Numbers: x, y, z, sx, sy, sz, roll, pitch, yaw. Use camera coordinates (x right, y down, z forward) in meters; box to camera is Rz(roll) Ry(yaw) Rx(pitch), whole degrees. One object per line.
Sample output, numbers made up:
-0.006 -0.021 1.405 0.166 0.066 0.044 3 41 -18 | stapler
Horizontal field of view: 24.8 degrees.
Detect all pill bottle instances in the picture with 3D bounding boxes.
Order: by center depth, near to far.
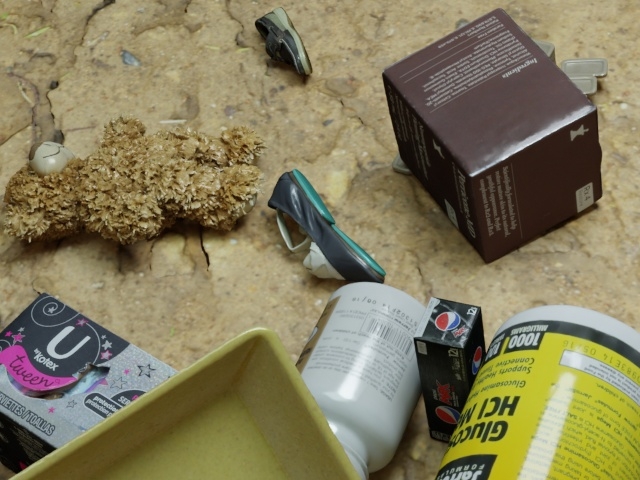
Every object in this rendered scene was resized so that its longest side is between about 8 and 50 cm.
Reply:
0.199 0.237 1.338 0.188 0.188 0.334 11 49 21 | pill bottle
0.028 0.165 1.484 0.131 0.131 0.229 11 50 21 | pill bottle

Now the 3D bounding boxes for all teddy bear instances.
-0.228 -0.081 1.791 0.338 0.113 0.245 5 46 16 | teddy bear

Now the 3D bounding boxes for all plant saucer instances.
-0.111 0.297 1.321 0.333 0.332 0.081 -32 5 -18 | plant saucer

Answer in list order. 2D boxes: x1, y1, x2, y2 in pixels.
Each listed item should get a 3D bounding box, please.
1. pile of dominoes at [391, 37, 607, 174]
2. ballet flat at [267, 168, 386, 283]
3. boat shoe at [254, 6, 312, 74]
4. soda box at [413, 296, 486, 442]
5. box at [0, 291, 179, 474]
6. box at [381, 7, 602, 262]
0.230 -0.150 1.827 0.196 0.040 0.251 18 61 25 | pile of dominoes
0.000 0.000 1.701 0.074 0.074 0.203 -29 54 -15 | ballet flat
-0.051 -0.263 1.972 0.049 0.056 0.152 -23 37 -3 | boat shoe
0.135 0.134 1.463 0.053 0.169 0.060 11 50 21 | soda box
-0.224 0.189 1.490 0.247 0.163 0.142 25 58 31 | box
0.199 -0.123 1.682 0.167 0.168 0.203 -28 52 -9 | box
